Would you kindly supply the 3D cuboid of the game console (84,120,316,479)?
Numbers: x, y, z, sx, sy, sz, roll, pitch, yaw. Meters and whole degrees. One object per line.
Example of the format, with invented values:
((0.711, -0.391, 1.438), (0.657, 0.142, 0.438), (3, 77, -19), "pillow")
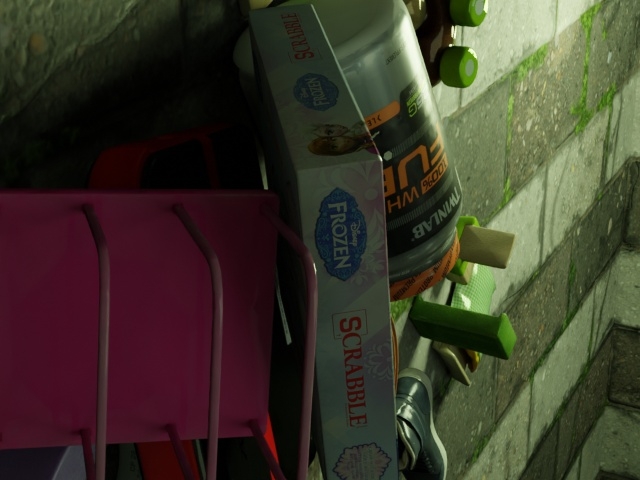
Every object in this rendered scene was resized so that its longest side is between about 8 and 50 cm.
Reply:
((-0.100, 0.087, 1.096), (0.342, 0.060, 0.386), (-38, 118, -73), "game console")

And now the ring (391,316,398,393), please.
((0.016, 0.233, 1.472), (0.336, 0.032, 0.336), (-40, 137, -52), "ring")

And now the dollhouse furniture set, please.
((0.281, 0.116, 1.921), (0.197, 0.151, 0.301), (-68, 153, -20), "dollhouse furniture set")

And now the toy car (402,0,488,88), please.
((0.085, -0.261, 1.386), (0.188, 0.155, 0.149), (1, 100, -54), "toy car")

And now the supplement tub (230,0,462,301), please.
((0.040, -0.098, 1.249), (0.193, 0.193, 0.316), (-55, 136, -39), "supplement tub")

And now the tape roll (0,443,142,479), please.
((-0.205, 0.238, 1.057), (0.275, 0.090, 0.275), (-37, 133, -54), "tape roll")

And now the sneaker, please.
((0.131, 0.332, 1.763), (0.163, 0.086, 0.226), (-57, 138, -58), "sneaker")

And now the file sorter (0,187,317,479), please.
((-0.159, 0.081, 0.806), (0.182, 0.291, 0.202), (-135, -134, -69), "file sorter")

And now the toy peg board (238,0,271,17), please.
((-0.026, -0.337, 1.198), (0.160, 0.079, 0.161), (-55, 146, -40), "toy peg board")

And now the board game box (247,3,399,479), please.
((0.000, 0.000, 1.001), (0.318, 0.066, 0.318), (-107, -170, -57), "board game box")
